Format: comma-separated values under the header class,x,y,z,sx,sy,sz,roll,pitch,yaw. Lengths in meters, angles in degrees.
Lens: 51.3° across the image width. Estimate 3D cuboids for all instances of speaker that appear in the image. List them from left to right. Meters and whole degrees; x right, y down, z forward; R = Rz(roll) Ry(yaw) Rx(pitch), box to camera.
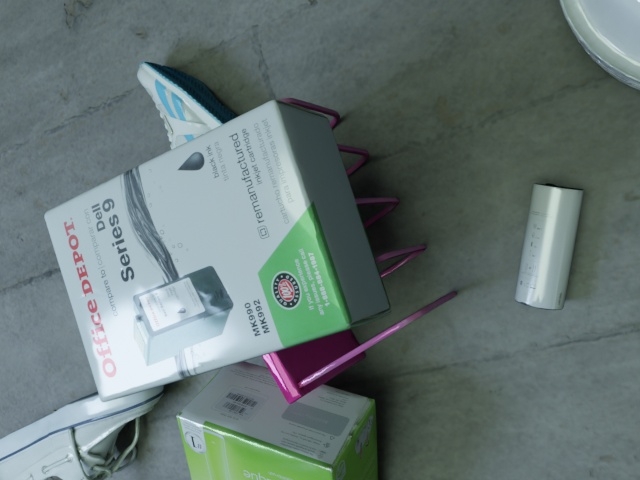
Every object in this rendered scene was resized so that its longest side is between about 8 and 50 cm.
class,x,y,z,sx,sy,sz,roll,pitch,yaw
speaker,0.253,0.005,0.740,0.055,0.055,0.136,10,100,26

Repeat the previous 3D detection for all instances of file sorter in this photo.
class,x,y,z,sx,sy,sz,roll,pitch,yaw
file sorter,0.000,0.000,0.790,0.182,0.202,0.290,-35,79,22

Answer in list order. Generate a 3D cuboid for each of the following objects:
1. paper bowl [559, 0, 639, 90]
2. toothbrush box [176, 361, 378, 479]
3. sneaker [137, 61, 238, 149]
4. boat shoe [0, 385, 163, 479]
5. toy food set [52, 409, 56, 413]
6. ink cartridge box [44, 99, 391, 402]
class,x,y,z,sx,sy,sz,roll,pitch,yaw
paper bowl,0.362,-0.276,0.606,0.284,0.148,0.284,3,96,25
toothbrush box,-0.042,0.313,0.835,0.206,0.122,0.283,12,124,25
sneaker,-0.185,-0.167,0.930,0.229,0.087,0.092,44,115,18
boat shoe,-0.369,0.332,1.040,0.367,0.136,0.156,-28,85,21
toy food set,-0.423,0.336,1.139,0.122,0.019,0.078,12,101,25
ink cartridge box,-0.107,0.020,0.661,0.289,0.121,0.211,-21,84,23
